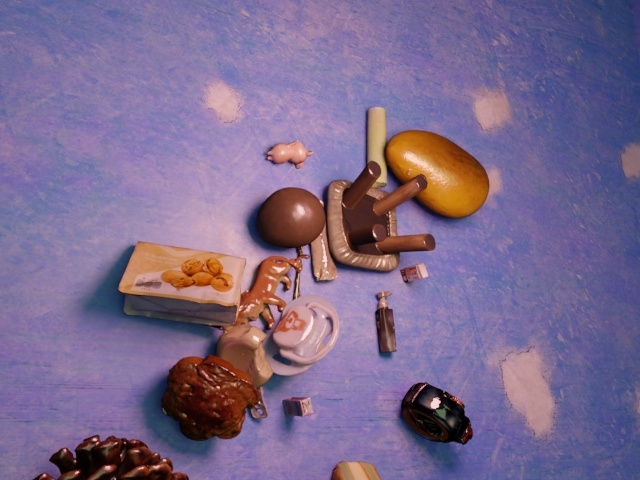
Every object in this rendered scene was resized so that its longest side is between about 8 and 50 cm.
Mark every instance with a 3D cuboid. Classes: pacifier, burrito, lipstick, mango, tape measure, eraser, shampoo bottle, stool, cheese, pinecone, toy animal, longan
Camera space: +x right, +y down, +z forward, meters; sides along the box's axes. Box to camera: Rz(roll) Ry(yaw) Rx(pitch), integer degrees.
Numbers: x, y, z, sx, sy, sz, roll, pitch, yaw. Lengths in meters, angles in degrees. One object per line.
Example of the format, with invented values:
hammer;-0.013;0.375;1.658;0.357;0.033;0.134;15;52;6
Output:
pacifier;-0.041;0.311;1.637;0.279;0.227;0.207;-56;145;-24
burrito;0.000;0.000;1.782;0.082;0.059;0.275;-4;79;-35
lipstick;0.207;-0.337;1.965;0.076;0.076;0.304;10;73;-25
mango;0.418;-0.247;1.961;0.445;0.220;0.301;21;56;-21
tape measure;0.373;0.562;1.755;0.135;0.202;0.223;-51;117;-29
eraser;0.328;0.115;1.888;0.029;0.122;0.052;-18;86;-27
shampoo bottle;0.224;0.277;1.830;0.063;0.057;0.208;1;78;-27
stool;0.200;-0.073;1.787;0.310;0.226;0.310;8;71;-34
cheese;-0.203;0.384;1.543;0.082;0.163;0.286;-50;125;-69
pinecone;-0.497;0.630;1.209;0.397;0.398;0.398;7;74;-26
toy animal;-0.105;-0.287;1.787;0.150;0.083;0.089;-2;91;-17
toy animal;-0.171;0.150;1.638;0.157;0.097;0.312;30;64;-12
longan;-0.091;-0.070;1.677;0.220;0.196;0.196;-1;78;-16

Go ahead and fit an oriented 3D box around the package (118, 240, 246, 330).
package;-0.377;0.141;1.488;0.311;0.165;0.221;9;38;-8

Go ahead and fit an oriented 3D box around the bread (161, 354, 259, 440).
bread;-0.306;0.420;1.438;0.246;0.135;0.232;28;97;-11

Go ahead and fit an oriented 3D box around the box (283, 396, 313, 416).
box;-0.068;0.493;1.589;0.036;0.117;0.051;-6;78;-33

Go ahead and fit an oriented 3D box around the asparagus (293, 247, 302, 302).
asparagus;-0.072;0.100;1.741;0.022;0.023;0.233;39;51;-66

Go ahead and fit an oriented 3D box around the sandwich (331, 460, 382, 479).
sandwich;0.130;0.784;1.573;0.155;0.198;0.227;13;72;-24
